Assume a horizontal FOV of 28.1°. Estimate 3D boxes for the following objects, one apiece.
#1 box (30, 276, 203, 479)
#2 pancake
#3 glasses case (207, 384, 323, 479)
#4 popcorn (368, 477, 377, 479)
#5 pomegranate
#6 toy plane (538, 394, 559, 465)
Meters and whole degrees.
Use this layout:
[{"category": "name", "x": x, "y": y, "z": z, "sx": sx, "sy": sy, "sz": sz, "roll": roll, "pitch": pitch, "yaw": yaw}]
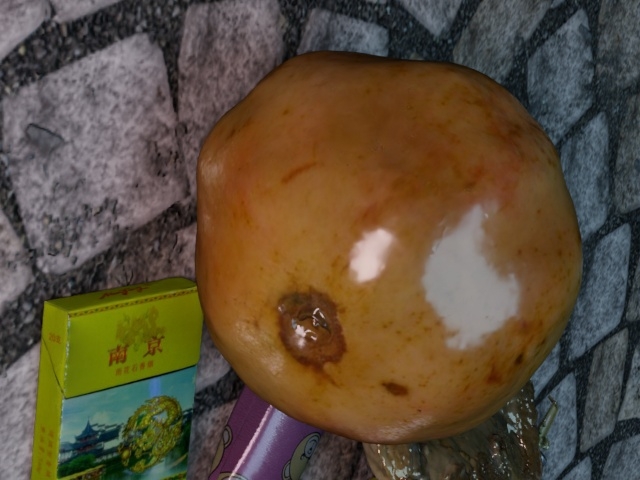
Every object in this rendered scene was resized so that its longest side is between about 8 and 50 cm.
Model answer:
[{"category": "box", "x": -0.210, "y": 0.211, "z": 1.299, "sx": 0.187, "sy": 0.047, "sz": 0.335, "roll": -9, "pitch": 111, "yaw": -50}, {"category": "pancake", "x": 0.169, "y": 0.236, "z": 1.654, "sx": 0.387, "sy": 0.082, "sz": 0.387, "roll": 29, "pitch": 49, "yaw": -40}, {"category": "glasses case", "x": -0.035, "y": 0.182, "z": 1.485, "sx": 0.123, "sy": 0.075, "sz": 0.316, "roll": 39, "pitch": 73, "yaw": -51}, {"category": "popcorn", "x": 0.120, "y": 0.445, "z": 1.697, "sx": 0.233, "sy": 0.192, "sz": 0.266, "roll": 30, "pitch": 63, "yaw": -47}, {"category": "pomegranate", "x": 0.071, "y": 0.005, "z": 1.286, "sx": 0.411, "sy": 0.411, "sz": 0.412, "roll": -25, "pitch": 123, "yaw": -45}, {"category": "toy plane", "x": 0.295, "y": 0.358, "z": 1.974, "sx": 0.242, "sy": 0.104, "sz": 0.256, "roll": -44, "pitch": 130, "yaw": -12}]
